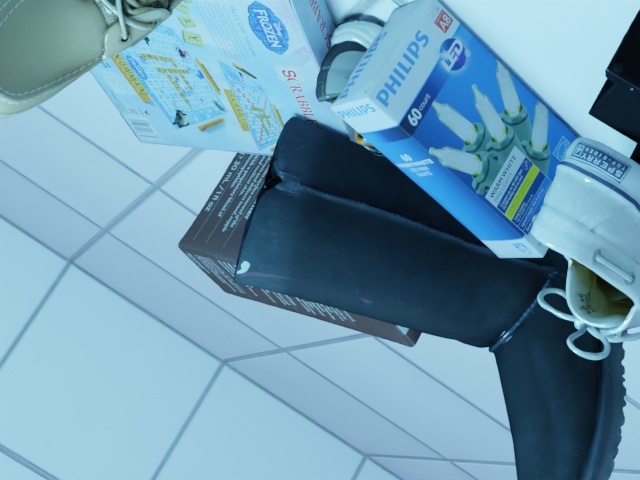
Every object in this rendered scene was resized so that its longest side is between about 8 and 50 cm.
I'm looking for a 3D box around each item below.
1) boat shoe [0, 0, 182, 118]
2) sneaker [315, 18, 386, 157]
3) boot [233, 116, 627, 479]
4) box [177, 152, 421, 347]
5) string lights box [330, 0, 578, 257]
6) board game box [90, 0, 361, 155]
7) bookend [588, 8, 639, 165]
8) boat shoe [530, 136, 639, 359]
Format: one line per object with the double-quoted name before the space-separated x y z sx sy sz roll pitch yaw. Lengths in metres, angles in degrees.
"boat shoe" -0.194 -0.238 1.012 0.110 0.341 0.121 7 138 43
"sneaker" 0.099 -0.121 1.215 0.271 0.108 0.100 37 159 -22
"boot" 0.113 0.086 1.236 0.445 0.367 0.146 23 142 -7
"box" 0.000 0.000 1.532 0.381 0.191 0.143 12 154 41
"string lights box" 0.150 -0.109 1.125 0.260 0.133 0.077 39 162 -23
"board game box" -0.126 -0.212 1.281 0.318 0.066 0.318 8 154 21
"bookend" 0.309 -0.107 0.989 0.156 0.072 0.157 31 162 2
"boat shoe" 0.290 0.044 1.107 0.136 0.156 0.367 33 177 31
